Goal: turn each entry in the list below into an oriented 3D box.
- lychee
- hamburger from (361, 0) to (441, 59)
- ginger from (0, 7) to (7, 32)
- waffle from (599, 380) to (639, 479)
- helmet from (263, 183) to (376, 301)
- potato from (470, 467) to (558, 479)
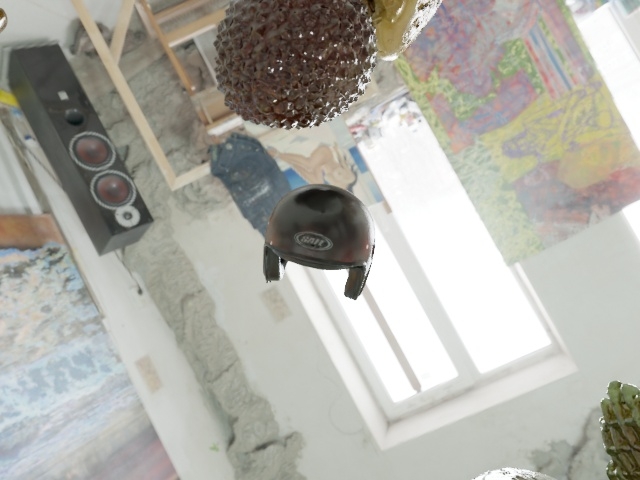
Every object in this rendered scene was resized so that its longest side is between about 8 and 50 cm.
[{"bbox_3d":[-0.043,-0.317,0.872,0.276,0.276,0.304,-32,-160,56],"label":"lychee"},{"bbox_3d":[0.171,-0.541,1.066,0.304,0.174,0.284,-54,169,-1],"label":"hamburger"},{"bbox_3d":[-0.413,-0.291,0.445,0.107,0.309,0.133,-37,179,38],"label":"ginger"},{"bbox_3d":[0.367,0.246,0.546,0.036,0.169,0.183,-16,-163,-10],"label":"waffle"},{"bbox_3d":[0.000,0.000,0.876,0.189,0.193,0.216,13,-175,7],"label":"helmet"},{"bbox_3d":[0.269,0.380,0.665,0.298,0.176,0.141,29,90,-48],"label":"potato"}]
